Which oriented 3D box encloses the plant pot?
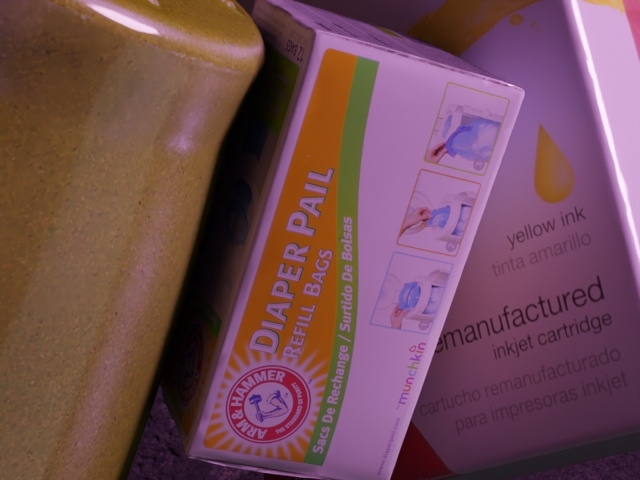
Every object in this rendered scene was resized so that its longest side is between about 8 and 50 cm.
[{"bbox_3d":[-0.208,-0.001,0.576,0.353,0.366,0.366,-58,179,15],"label":"plant pot"}]

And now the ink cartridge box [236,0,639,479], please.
[{"bbox_3d":[0.078,-0.056,0.744,0.160,0.385,0.279,4,159,-45],"label":"ink cartridge box"}]

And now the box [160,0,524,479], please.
[{"bbox_3d":[0.000,0.000,0.606,0.114,0.103,0.203,-130,-125,-65],"label":"box"}]
